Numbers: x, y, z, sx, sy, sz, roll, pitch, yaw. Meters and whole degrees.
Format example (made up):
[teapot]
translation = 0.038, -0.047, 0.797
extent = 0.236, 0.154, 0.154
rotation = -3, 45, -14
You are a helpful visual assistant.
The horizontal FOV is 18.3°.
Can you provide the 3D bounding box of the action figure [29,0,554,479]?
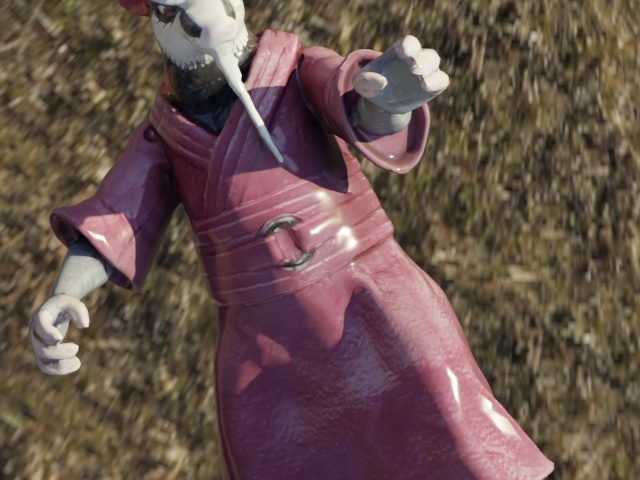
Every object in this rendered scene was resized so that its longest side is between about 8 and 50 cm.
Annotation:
[action figure]
translation = 0.000, 0.000, 1.054
extent = 0.248, 0.276, 0.370
rotation = -18, 95, 19
